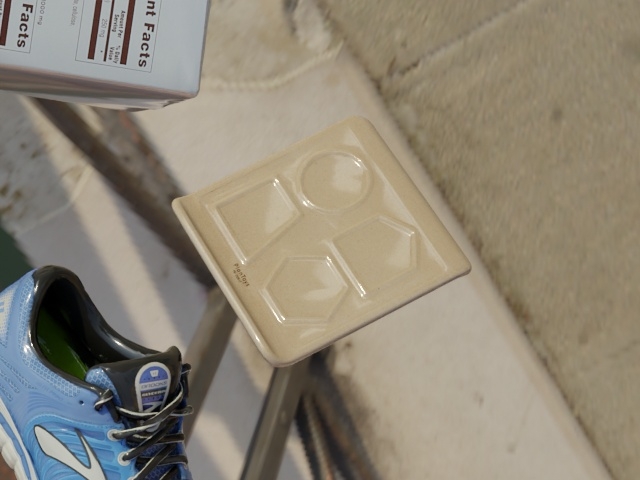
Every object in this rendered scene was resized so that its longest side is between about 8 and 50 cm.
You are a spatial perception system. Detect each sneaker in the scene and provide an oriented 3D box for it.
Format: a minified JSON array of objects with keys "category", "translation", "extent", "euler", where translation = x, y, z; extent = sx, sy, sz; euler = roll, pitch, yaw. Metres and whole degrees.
[{"category":"sneaker","translation":[-0.152,0.159,1.275],"extent":[0.147,0.130,0.330],"euler":[-46,74,32]}]

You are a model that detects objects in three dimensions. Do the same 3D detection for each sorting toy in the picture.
[{"category":"sorting toy","translation":[0.000,0.000,1.523],"extent":[0.208,0.038,0.193],"euler":[-25,62,-17]}]

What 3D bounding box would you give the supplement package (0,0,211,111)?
[{"category":"supplement package","translation":[-0.160,-0.148,0.782],"extent":[0.203,0.194,0.149],"euler":[8,90,-15]}]
